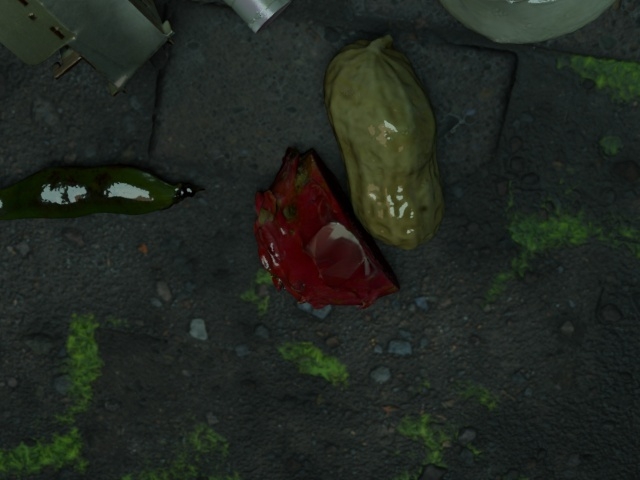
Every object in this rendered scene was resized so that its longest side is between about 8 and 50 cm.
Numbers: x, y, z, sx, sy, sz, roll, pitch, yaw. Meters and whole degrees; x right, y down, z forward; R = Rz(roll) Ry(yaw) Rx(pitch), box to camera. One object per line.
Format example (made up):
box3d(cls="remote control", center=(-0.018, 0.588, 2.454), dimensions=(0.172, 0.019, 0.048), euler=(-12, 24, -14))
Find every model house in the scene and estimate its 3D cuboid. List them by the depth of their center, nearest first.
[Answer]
box3d(cls="model house", center=(-0.348, -0.364, 1.503), dimensions=(0.169, 0.244, 0.326), euler=(-32, 137, 15))

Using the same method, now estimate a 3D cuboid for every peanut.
box3d(cls="peanut", center=(0.092, -0.126, 1.591), dimensions=(0.143, 0.159, 0.291), euler=(-13, 106, -1))

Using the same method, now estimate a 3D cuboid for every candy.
box3d(cls="candy", center=(0.268, -0.387, 1.486), dimensions=(0.295, 0.185, 0.296), euler=(3, 104, 13))

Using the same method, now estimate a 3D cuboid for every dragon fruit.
box3d(cls="dragon fruit", center=(0.000, 0.000, 1.656), dimensions=(0.163, 0.189, 0.262), euler=(-35, 101, -19))

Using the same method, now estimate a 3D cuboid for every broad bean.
box3d(cls="broad bean", center=(-0.336, -0.069, 1.682), dimensions=(0.338, 0.061, 0.077), euler=(-2, 120, 4))

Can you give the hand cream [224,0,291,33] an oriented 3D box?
box3d(cls="hand cream", center=(-0.169, -0.412, 1.573), dimensions=(0.111, 0.070, 0.312), euler=(-40, 94, 15))
